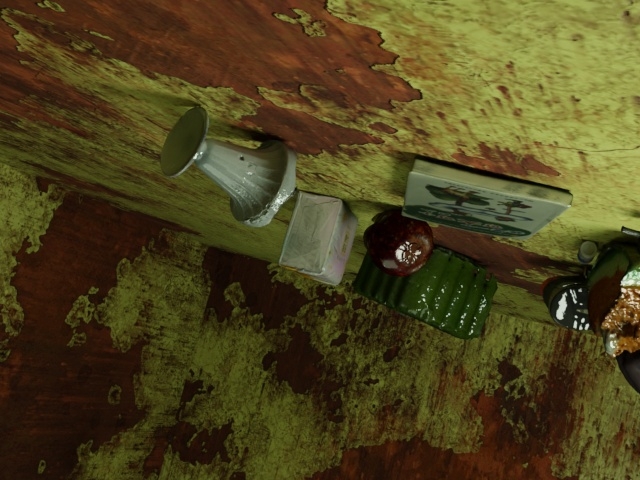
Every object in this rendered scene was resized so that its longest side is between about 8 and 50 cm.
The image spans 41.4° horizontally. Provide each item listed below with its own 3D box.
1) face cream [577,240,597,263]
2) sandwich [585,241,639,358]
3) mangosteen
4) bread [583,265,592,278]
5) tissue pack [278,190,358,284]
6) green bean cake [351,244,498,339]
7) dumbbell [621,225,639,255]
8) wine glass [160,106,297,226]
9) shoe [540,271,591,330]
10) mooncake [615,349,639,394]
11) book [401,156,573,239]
[{"bbox_3d":[0.539,0.027,1.716,0.034,0.034,0.130,13,174,14],"label":"face cream"},{"bbox_3d":[0.580,0.103,1.584,0.109,0.212,0.292,8,157,4],"label":"sandwich"},{"bbox_3d":[0.163,0.006,1.872,0.156,0.145,0.181,15,174,-31],"label":"mangosteen"},{"bbox_3d":[0.645,0.081,1.927,0.083,0.036,0.047,13,175,36],"label":"bread"},{"bbox_3d":[0.000,0.000,2.023,0.124,0.185,0.225,13,174,14],"label":"tissue pack"},{"bbox_3d":[0.293,0.123,2.400,0.335,0.218,0.319,27,175,-35],"label":"green bean cake"},{"bbox_3d":[0.544,0.002,1.331,0.147,0.069,0.069,15,174,-2],"label":"dumbbell"},{"bbox_3d":[-0.156,-0.126,1.439,0.196,0.165,0.165,25,169,-38],"label":"wine glass"},{"bbox_3d":[0.672,0.142,2.025,0.337,0.132,0.171,5,-163,-14],"label":"shoe"},{"bbox_3d":[0.708,0.183,1.669,0.141,0.283,0.283,48,178,8],"label":"mooncake"},{"bbox_3d":[0.275,-0.064,1.498,0.260,0.043,0.371,13,173,6],"label":"book"}]
